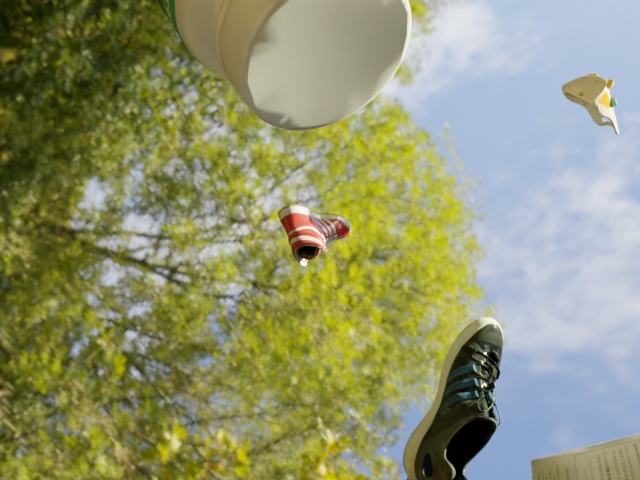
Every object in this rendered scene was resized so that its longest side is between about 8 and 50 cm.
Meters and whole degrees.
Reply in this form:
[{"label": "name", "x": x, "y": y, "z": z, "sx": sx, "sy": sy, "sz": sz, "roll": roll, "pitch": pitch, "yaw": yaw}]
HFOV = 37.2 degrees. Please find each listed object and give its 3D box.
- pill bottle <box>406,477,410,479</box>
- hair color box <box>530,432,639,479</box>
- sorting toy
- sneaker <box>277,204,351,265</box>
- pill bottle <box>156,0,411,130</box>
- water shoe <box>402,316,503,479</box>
[{"label": "pill bottle", "x": 0.140, "y": 0.391, "z": 1.298, "sx": 0.078, "sy": 0.078, "sz": 0.137, "roll": -5, "pitch": -133, "yaw": 33}, {"label": "hair color box", "x": 0.456, "y": 0.312, "z": 1.159, "sx": 0.375, "sy": 0.113, "sz": 0.185, "roll": -19, "pitch": -168, "yaw": 15}, {"label": "sorting toy", "x": 0.364, "y": -0.173, "z": 1.241, "sx": 0.045, "sy": 0.075, "sz": 0.083, "roll": -33, "pitch": -153, "yaw": 0}, {"label": "sneaker", "x": 0.000, "y": 0.000, "z": 1.148, "sx": 0.042, "sy": 0.118, "sz": 0.067, "roll": -36, "pitch": -121, "yaw": 32}, {"label": "pill bottle", "x": -0.072, "y": -0.284, "z": 0.940, "sx": 0.204, "sy": 0.204, "sz": 0.361, "roll": -33, "pitch": -127, "yaw": -1}, {"label": "water shoe", "x": 0.165, "y": 0.178, "z": 1.018, "sx": 0.080, "sy": 0.073, "sz": 0.203, "roll": 5, "pitch": -119, "yaw": 49}]
